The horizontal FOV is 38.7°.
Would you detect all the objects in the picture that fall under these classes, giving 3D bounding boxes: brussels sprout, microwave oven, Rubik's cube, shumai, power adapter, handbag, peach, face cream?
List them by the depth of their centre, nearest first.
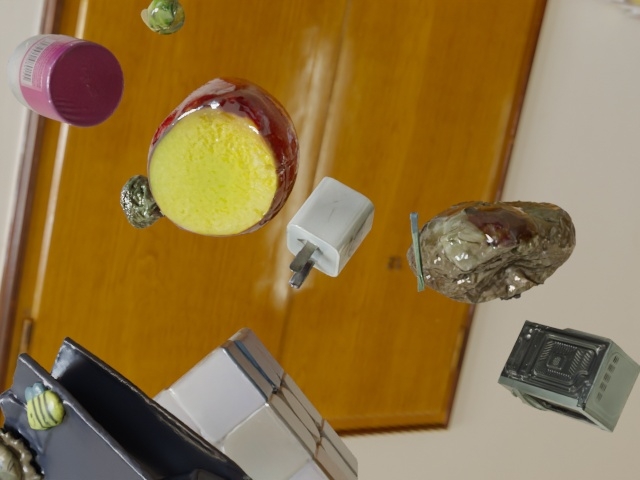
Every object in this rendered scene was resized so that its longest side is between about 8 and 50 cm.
[{"bbox_3d":[-0.266,0.313,1.040,0.329,0.303,0.122,34,-154,22],"label":"handbag"},{"bbox_3d":[-0.192,-0.276,1.105,0.051,0.046,0.083,-29,-176,1],"label":"brussels sprout"},{"bbox_3d":[-0.155,-0.154,1.508,0.249,0.274,0.245,9,-130,-23],"label":"peach"},{"bbox_3d":[-0.166,0.390,1.539,0.347,0.347,0.344,52,-178,1],"label":"Rubik's cube"},{"bbox_3d":[0.466,0.250,1.719,0.122,0.162,0.208,36,166,-35],"label":"microwave oven"},{"bbox_3d":[0.000,0.000,1.782,0.125,0.205,0.130,30,156,13],"label":"power adapter"},{"bbox_3d":[0.334,-0.023,1.800,0.346,0.217,0.283,-10,153,8],"label":"shumai"},{"bbox_3d":[-0.526,-0.332,1.870,0.175,0.175,0.195,3,-166,-45],"label":"face cream"},{"bbox_3d":[-0.394,-0.088,2.080,0.087,0.123,0.099,0,-157,38],"label":"shumai"}]

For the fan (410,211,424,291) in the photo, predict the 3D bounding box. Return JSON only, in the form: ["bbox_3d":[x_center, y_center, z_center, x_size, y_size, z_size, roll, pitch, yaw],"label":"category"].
[{"bbox_3d":[0.173,0.013,1.615,0.016,0.038,0.193,-4,-138,4],"label":"fan"}]
